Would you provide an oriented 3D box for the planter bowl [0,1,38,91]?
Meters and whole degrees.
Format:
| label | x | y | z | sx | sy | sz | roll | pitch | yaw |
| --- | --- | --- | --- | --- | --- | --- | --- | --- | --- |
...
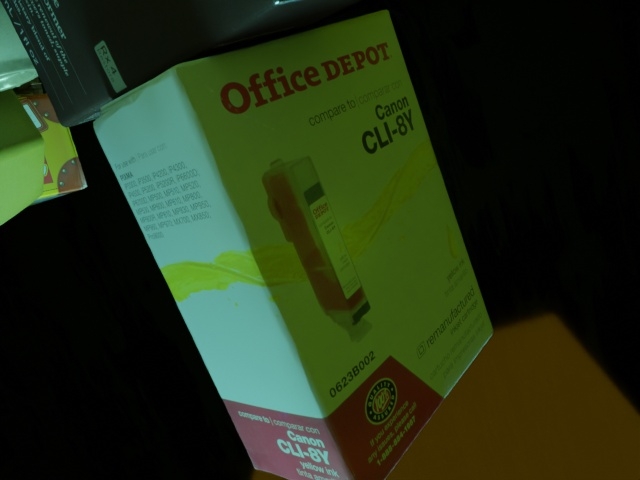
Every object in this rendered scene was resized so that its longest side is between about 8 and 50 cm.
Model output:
| label | x | y | z | sx | sy | sz | roll | pitch | yaw |
| --- | --- | --- | --- | --- | --- | --- | --- | --- | --- |
| planter bowl | -0.396 | -0.233 | 0.604 | 0.162 | 0.109 | 0.162 | -19 | -164 | 6 |

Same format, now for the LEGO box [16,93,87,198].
| label | x | y | z | sx | sy | sz | roll | pitch | yaw |
| --- | --- | --- | --- | --- | --- | --- | --- | --- | --- |
| LEGO box | -0.768 | -0.109 | 0.947 | 0.372 | 0.193 | 0.500 | -6 | -167 | 42 |

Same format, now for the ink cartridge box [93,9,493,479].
| label | x | y | z | sx | sy | sz | roll | pitch | yaw |
| --- | --- | --- | --- | --- | --- | --- | --- | --- | --- |
| ink cartridge box | 0.000 | 0.000 | 0.528 | 0.160 | 0.385 | 0.279 | -7 | -160 | 46 |

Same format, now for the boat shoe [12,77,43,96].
| label | x | y | z | sx | sy | sz | roll | pitch | yaw |
| --- | --- | --- | --- | --- | --- | --- | --- | --- | --- |
| boat shoe | -0.665 | -0.296 | 1.078 | 0.183 | 0.066 | 0.066 | -18 | -164 | 9 |

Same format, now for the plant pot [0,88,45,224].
| label | x | y | z | sx | sy | sz | roll | pitch | yaw |
| --- | --- | --- | --- | --- | --- | --- | --- | --- | --- |
| plant pot | -0.500 | -0.122 | 0.703 | 0.187 | 0.212 | 0.212 | -28 | 168 | -38 |

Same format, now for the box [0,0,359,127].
| label | x | y | z | sx | sy | sz | roll | pitch | yaw |
| --- | --- | --- | --- | --- | --- | --- | --- | --- | --- |
| box | -0.143 | -0.238 | 0.450 | 0.381 | 0.191 | 0.143 | -5 | -158 | 45 |
